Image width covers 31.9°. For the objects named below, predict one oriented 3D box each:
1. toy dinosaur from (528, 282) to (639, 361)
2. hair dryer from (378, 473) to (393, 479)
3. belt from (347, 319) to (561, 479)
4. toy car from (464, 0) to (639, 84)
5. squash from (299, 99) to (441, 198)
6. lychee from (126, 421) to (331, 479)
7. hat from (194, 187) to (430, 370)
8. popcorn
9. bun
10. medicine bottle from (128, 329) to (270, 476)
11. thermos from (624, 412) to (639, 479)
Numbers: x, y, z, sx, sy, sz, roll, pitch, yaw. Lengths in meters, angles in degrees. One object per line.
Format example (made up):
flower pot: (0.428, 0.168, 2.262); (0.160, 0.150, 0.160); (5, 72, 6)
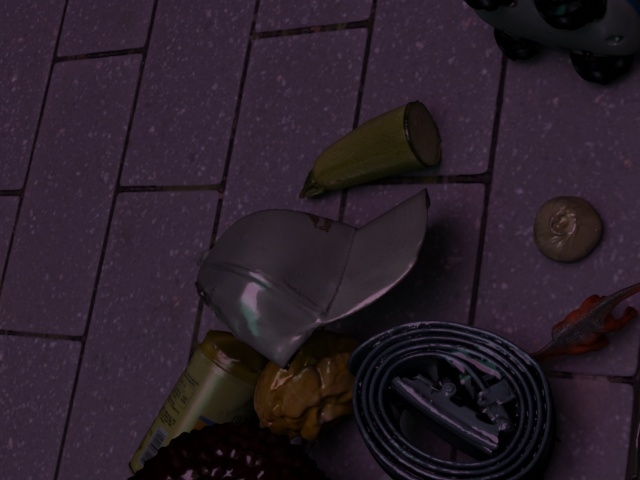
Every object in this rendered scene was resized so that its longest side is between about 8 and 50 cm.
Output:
toy dinosaur: (0.320, 0.088, 1.281); (0.279, 0.101, 0.055); (-44, 70, 38)
hair dryer: (0.072, 0.392, 1.378); (0.236, 0.073, 0.131); (-48, 53, 21)
belt: (0.147, 0.198, 1.314); (0.267, 0.116, 0.206); (19, 70, 23)
toy car: (0.302, -0.327, 1.391); (0.255, 0.188, 0.190); (25, 82, 39)
squash: (0.056, -0.107, 1.546); (0.224, 0.094, 0.094); (-23, 62, 32)
lychee: (-0.117, 0.375, 1.351); (0.330, 0.306, 0.306); (121, 145, -61)
hat: (0.000, 0.008, 1.414); (0.301, 0.258, 0.168); (-32, 102, 13)
popcorn: (-0.009, 0.187, 1.444); (0.167, 0.148, 0.152); (-42, 78, 26)
bun: (0.297, -0.016, 1.366); (0.086, 0.055, 0.086); (-11, 69, 30)
medicine bottle: (-0.156, 0.238, 1.532); (0.124, 0.124, 0.239); (36, 95, 36)
thermos: (0.385, 0.233, 1.204); (0.137, 0.105, 0.193); (-19, 56, 62)
